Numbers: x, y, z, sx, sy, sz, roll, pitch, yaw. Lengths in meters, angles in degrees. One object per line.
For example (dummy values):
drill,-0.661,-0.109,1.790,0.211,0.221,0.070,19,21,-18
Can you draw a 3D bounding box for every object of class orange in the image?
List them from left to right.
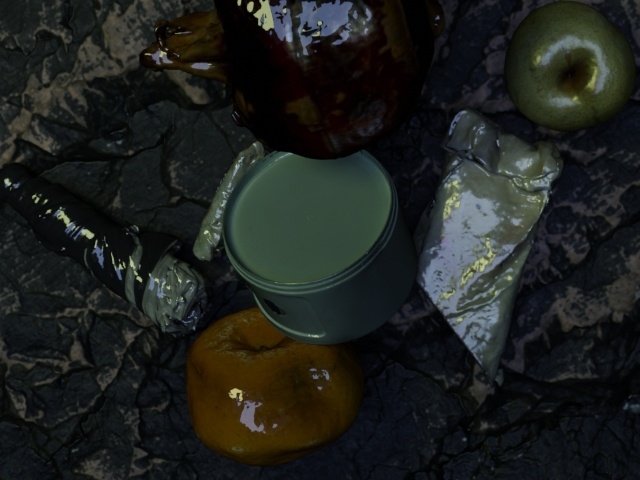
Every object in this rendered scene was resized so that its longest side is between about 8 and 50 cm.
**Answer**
orange,-0.063,0.210,1.429,0.249,0.249,0.183,-2,118,8

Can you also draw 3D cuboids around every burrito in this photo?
burrito,-0.121,-0.055,1.473,0.045,0.058,0.188,32,104,27
burrito,0.205,0.004,1.417,0.175,0.107,0.348,17,100,20

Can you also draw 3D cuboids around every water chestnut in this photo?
water chestnut,-0.038,-0.244,1.248,0.346,0.335,0.335,-21,96,2

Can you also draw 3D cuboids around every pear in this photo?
pear,0.316,-0.218,1.346,0.167,0.136,0.167,2,103,7

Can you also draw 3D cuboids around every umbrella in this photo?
umbrella,-0.304,0.000,1.487,0.357,0.106,0.113,33,112,11

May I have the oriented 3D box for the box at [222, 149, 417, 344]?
box,0.000,0.000,1.360,0.226,0.149,0.226,-8,55,12
